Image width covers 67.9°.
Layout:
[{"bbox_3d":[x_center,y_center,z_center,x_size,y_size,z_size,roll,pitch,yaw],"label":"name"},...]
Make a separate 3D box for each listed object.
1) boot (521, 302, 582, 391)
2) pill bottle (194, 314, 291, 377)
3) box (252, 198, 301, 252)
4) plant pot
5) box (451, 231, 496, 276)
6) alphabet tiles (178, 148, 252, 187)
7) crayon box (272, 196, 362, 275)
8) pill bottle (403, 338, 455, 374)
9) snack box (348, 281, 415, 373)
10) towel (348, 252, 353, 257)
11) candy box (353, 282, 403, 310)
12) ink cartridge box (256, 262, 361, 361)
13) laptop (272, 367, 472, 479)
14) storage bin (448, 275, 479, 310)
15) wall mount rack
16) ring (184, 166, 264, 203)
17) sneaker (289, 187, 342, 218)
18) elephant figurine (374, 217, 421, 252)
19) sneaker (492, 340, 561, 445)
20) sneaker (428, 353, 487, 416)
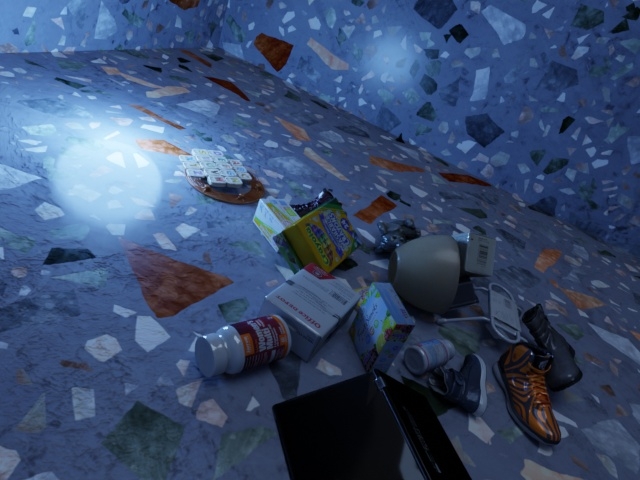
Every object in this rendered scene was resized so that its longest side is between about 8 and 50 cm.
[{"bbox_3d":[0.771,0.357,1.633,0.222,0.118,0.338,56,22,3],"label":"boot"},{"bbox_3d":[-0.193,0.265,1.199,0.221,0.121,0.121,-7,42,-41],"label":"pill bottle"},{"bbox_3d":[-0.147,-0.058,1.760,0.114,0.103,0.203,-4,39,-39],"label":"box"},{"bbox_3d":[0.346,0.109,1.680,0.191,0.284,0.284,7,32,-6],"label":"plant pot"},{"bbox_3d":[0.510,0.064,1.811,0.121,0.148,0.311,13,-9,-18],"label":"box"},{"bbox_3d":[-0.434,-0.305,1.982,0.278,0.021,0.284,0,37,-35],"label":"alphabet tiles"},{"bbox_3d":[0.000,0.000,1.664,0.323,0.083,0.203,-38,100,-49],"label":"crayon box"},{"bbox_3d":[0.337,0.350,1.456,0.160,0.087,0.087,-4,40,-40],"label":"pill bottle"},{"bbox_3d":[0.170,0.254,1.376,0.070,0.207,0.174,8,34,-25],"label":"snack box"},{"bbox_3d":[0.021,0.017,1.836,0.144,0.029,0.197,-13,45,-42],"label":"towel"},{"bbox_3d":[0.187,0.201,1.652,0.206,0.027,0.105,-7,40,-42],"label":"candy box"},{"bbox_3d":[-0.032,0.204,1.412,0.197,0.114,0.273,33,31,15],"label":"ink cartridge box"},{"bbox_3d":[0.148,0.531,1.111,0.408,0.236,0.382,37,18,-39],"label":"laptop"},{"bbox_3d":[0.496,0.183,1.726,0.135,0.091,0.098,-12,22,5],"label":"storage bin"},{"bbox_3d":[0.591,0.269,1.731,0.304,0.130,0.350,28,30,3],"label":"wall mount rack"},{"bbox_3d":[-0.393,-0.255,1.982,0.337,0.032,0.336,16,31,-10],"label":"ring"},{"bbox_3d":[-0.042,-0.148,1.916,0.281,0.162,0.106,9,33,-23],"label":"sneaker"},{"bbox_3d":[0.290,-0.008,1.918,0.239,0.186,0.169,-16,79,-49],"label":"elephant figurine"},{"bbox_3d":[0.644,0.436,1.435,0.125,0.180,0.321,11,32,-20],"label":"sneaker"},{"bbox_3d":[0.409,0.399,1.428,0.163,0.086,0.226,25,31,-1],"label":"sneaker"}]
